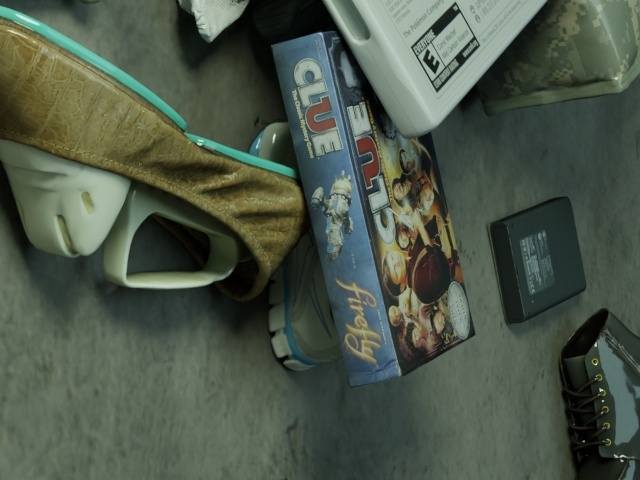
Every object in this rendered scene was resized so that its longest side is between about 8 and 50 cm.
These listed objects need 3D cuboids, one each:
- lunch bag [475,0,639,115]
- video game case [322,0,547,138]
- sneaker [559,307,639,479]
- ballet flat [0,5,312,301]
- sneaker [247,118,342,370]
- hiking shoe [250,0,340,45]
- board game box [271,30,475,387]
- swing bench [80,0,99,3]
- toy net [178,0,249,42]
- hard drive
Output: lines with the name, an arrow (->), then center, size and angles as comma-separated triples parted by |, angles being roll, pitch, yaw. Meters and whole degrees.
lunch bag -> 0.224, -0.283, 1.662 | 0.287, 0.169, 0.235 | -45, 120, -49
video game case -> 0.062, -0.272, 1.358 | 0.300, 0.036, 0.329 | 59, 38, -14
sneaker -> 0.255, 0.178, 1.722 | 0.118, 0.083, 0.222 | 40, 57, -20
ballet flat -> -0.125, -0.035, 1.193 | 0.342, 0.116, 0.124 | 29, 78, -54
sneaker -> 0.000, 0.000, 1.368 | 0.071, 0.083, 0.191 | -18, 97, -53
hiking shoe -> 0.029, -0.178, 1.438 | 0.227, 0.086, 0.114 | -37, 111, -52
board game box -> 0.042, -0.031, 1.322 | 0.165, 0.042, 0.243 | -20, 98, -65
swing bench -> -0.192, -0.278, 1.082 | 0.253, 0.165, 0.255 | -13, 89, -54
toy net -> -0.064, -0.238, 1.358 | 0.122, 0.045, 0.232 | 47, 50, -50
hard drive -> 0.205, 0.016, 1.708 | 0.135, 0.022, 0.094 | -19, 99, -54
